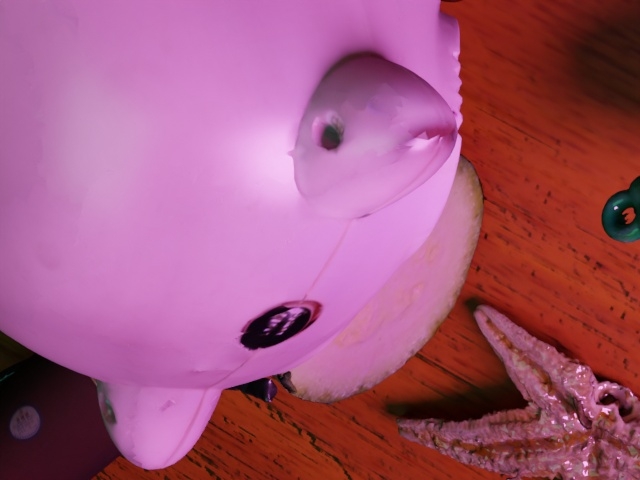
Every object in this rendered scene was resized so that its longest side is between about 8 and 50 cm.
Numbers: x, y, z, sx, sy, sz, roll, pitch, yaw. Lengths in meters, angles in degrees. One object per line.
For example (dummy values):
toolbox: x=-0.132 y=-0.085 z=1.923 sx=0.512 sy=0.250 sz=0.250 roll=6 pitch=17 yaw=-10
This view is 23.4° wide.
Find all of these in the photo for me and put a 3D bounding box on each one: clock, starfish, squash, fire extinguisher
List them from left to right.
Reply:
clock: x=-0.100 y=-0.115 z=0.719 sx=0.368 sy=0.251 sz=0.376 roll=-50 pitch=52 yaw=39
fire extinguisher: x=-0.146 y=0.111 z=1.074 sx=0.141 sy=0.105 sz=0.341 roll=48 pitch=127 yaw=-1
squash: x=0.000 y=0.000 z=0.895 sx=0.123 sy=0.170 sz=0.170 roll=32 pitch=130 yaw=27
starfish: x=0.167 y=0.144 z=0.947 sx=0.247 sy=0.050 sz=0.138 roll=35 pitch=131 yaw=12

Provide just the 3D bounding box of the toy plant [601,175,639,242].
toy plant: x=0.221 y=-0.062 z=0.748 sx=0.200 sy=0.105 sz=0.142 roll=-21 pitch=62 yaw=29

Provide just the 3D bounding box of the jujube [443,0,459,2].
jujube: x=0.082 y=-0.190 z=0.771 sx=0.104 sy=0.104 sz=0.166 roll=27 pitch=131 yaw=14
